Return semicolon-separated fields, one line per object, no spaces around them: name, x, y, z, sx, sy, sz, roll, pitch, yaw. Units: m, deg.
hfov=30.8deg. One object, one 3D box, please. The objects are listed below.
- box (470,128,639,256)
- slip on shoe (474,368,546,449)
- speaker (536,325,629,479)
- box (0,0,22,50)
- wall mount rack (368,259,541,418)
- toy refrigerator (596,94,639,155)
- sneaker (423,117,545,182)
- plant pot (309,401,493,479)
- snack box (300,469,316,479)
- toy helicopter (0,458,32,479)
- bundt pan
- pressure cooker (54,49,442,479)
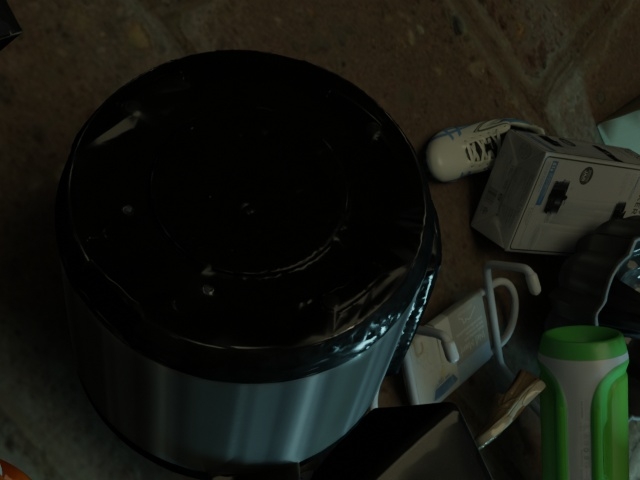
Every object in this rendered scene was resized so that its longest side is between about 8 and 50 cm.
box;0.386;-0.067;1.799;0.290;0.087;0.169;5;113;-39
slip on shoe;0.242;0.221;1.533;0.135;0.051;0.041;-40;76;-23
speaker;0.363;0.273;1.599;0.131;0.131;0.296;-10;101;-40
box;-0.432;-0.171;1.103;0.184;0.261;0.103;-34;100;-40
wall mount rack;0.228;0.208;1.626;0.350;0.130;0.304;-32;119;-39
toy refrigerator;0.616;-0.225;2.071;0.269;0.102;0.094;-33;99;-40
sneaker;0.249;-0.142;1.763;0.237;0.086;0.085;-17;90;-39
plant pot;0.091;0.319;1.408;0.167;0.187;0.188;-27;94;-32
snack box;-0.004;0.372;1.448;0.100;0.037;0.141;37;56;-28
toy helicopter;-0.386;0.204;1.056;0.355;0.235;0.140;41;56;-23
bundt pan;0.461;0.108;1.788;0.331;0.124;0.331;-18;117;-39
pressure cooker;-0.090;0.050;1.236;0.375;0.420;0.370;33;59;12
